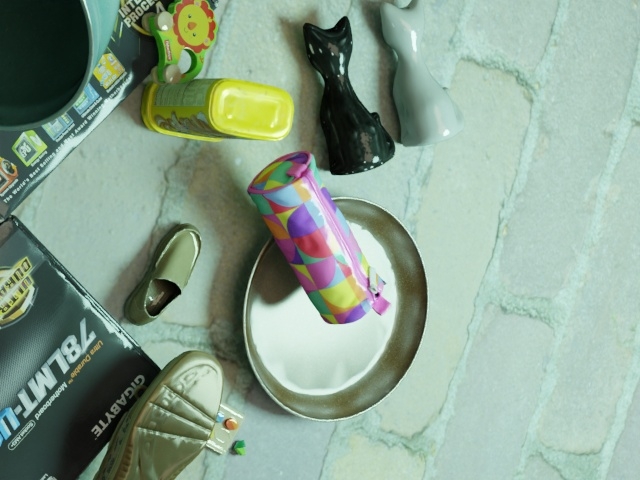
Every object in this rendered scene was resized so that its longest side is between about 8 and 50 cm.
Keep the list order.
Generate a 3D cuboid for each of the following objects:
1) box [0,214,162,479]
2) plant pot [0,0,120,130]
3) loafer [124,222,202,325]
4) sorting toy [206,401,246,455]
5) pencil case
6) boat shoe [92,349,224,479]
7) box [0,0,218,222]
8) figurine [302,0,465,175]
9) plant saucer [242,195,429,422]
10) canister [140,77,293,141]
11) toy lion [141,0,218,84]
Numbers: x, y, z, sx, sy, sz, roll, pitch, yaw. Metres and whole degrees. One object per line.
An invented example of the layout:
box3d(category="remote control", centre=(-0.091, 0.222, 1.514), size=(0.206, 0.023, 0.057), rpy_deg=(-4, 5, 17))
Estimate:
box3d(category="box", centre=(-0.375, 0.169, 1.578), size=(0.295, 0.073, 0.293), rpy_deg=(-49, 118, -19))
box3d(category="plant pot", centre=(-0.319, -0.285, 1.351), size=(0.293, 0.293, 0.196), rpy_deg=(55, 40, -26))
box3d(category="loafer", centre=(-0.190, 0.046, 1.702), size=(0.056, 0.050, 0.148), rpy_deg=(37, 75, -32))
box3d(category="sorting toy", centre=(-0.123, 0.254, 1.792), size=(0.083, 0.012, 0.062), rpy_deg=(35, 75, -31))
box3d(category="pencil case", centre=(0.000, 0.000, 1.740), size=(0.104, 0.104, 0.236), rpy_deg=(-43, 116, -23))
box3d(category="boat shoe", centre=(-0.217, 0.257, 1.631), size=(0.105, 0.089, 0.285), rpy_deg=(36, 78, -30))
box3d(category="box", centre=(-0.348, -0.265, 1.534), size=(0.395, 0.097, 0.318), rpy_deg=(-48, 116, -22))
box3d(category="figurine", centre=(0.083, -0.219, 1.844), size=(0.215, 0.092, 0.209), rpy_deg=(-23, 103, -31))
box3d(category="plant saucer", centre=(0.016, 0.093, 1.849), size=(0.311, 0.050, 0.310), rpy_deg=(-4, 96, -33))
box3d(category="canister", centre=(-0.127, -0.160, 1.650), size=(0.126, 0.170, 0.073), rpy_deg=(7, 91, -34))
box3d(category="toy lion", centre=(-0.161, -0.239, 1.596), size=(0.096, 0.034, 0.100), rpy_deg=(-18, 105, -42))
